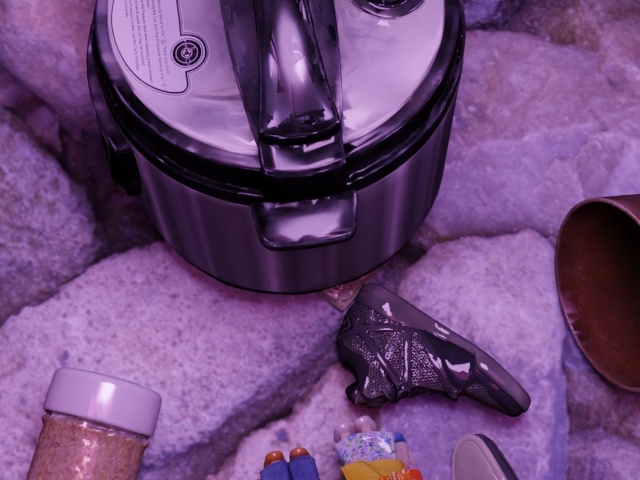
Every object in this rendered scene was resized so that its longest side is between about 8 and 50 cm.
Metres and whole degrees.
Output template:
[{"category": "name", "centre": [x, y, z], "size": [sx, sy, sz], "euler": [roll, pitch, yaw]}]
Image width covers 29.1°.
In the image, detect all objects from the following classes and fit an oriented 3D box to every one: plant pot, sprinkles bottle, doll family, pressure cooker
[{"category": "plant pot", "centre": [0.417, 0.033, 1.374], "size": [0.230, 0.215, 0.215], "euler": [-14, 77, -22]}, {"category": "sprinkles bottle", "centre": [-0.269, 0.317, 1.293], "size": [0.121, 0.121, 0.355], "euler": [14, 77, 0]}, {"category": "doll family", "centre": [0.013, 0.281, 1.286], "size": [0.263, 0.118, 0.163], "euler": [-19, 46, -6]}, {"category": "pressure cooker", "centre": [-0.039, -0.175, 1.255], "size": [0.370, 0.420, 0.375], "euler": [37, 73, 13]}]

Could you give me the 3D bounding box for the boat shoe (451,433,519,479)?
[{"category": "boat shoe", "centre": [0.218, 0.318, 1.356], "size": [0.079, 0.084, 0.233], "euler": [-11, 66, -45]}]

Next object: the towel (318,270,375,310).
[{"category": "towel", "centre": [0.000, 0.000, 1.432], "size": [0.148, 0.027, 0.110], "euler": [35, 76, 5]}]

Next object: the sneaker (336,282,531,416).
[{"category": "sneaker", "centre": [0.114, 0.156, 1.374], "size": [0.228, 0.087, 0.130], "euler": [31, 79, 7]}]
